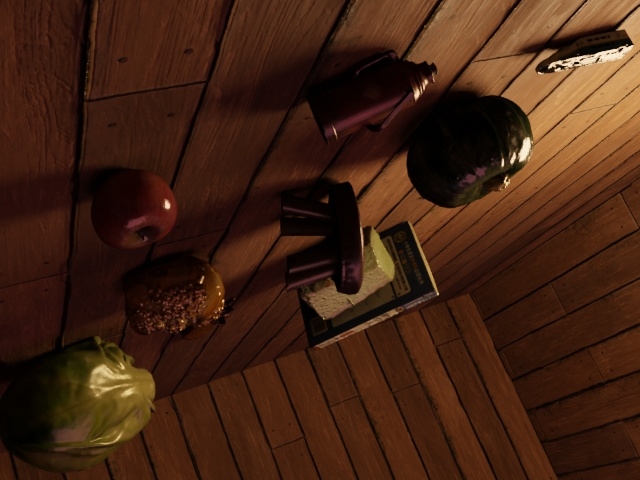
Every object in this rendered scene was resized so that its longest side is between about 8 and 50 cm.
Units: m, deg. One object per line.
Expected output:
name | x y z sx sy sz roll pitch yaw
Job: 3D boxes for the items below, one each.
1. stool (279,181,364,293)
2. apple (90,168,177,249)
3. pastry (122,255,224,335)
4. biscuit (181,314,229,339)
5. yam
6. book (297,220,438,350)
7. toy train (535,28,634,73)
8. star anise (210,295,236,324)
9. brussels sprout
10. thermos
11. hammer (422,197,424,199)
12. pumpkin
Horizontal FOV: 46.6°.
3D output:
stool | 0.000 0.000 1.776 0.178 0.272 0.272 -5 162 -6
apple | -0.332 -0.059 1.323 0.153 0.120 0.153 -22 158 -9
pastry | -0.370 0.157 1.906 0.255 0.162 0.311 -27 165 5
biscuit | -0.410 0.296 2.550 0.126 0.025 0.206 -6 156 -48
yam | 0.074 0.085 2.226 0.271 0.201 0.202 -26 133 10
book | 0.130 0.138 2.321 0.428 0.300 0.039 -26 137 13
toy train | 0.549 -0.397 1.571 0.234 0.051 0.052 -14 162 -17
star anise | -0.333 0.220 2.298 0.234 0.073 0.177 -10 160 17
brussels sprout | -0.730 0.489 2.142 0.425 0.342 0.361 -40 167 17
thermos | 0.098 -0.262 1.315 0.232 0.099 0.124 -24 126 1
hammer | 0.361 -0.168 2.129 0.062 0.013 0.199 -15 162 -28
pumpkin | 0.338 -0.189 1.670 0.300 0.207 0.300 -30 170 -6
